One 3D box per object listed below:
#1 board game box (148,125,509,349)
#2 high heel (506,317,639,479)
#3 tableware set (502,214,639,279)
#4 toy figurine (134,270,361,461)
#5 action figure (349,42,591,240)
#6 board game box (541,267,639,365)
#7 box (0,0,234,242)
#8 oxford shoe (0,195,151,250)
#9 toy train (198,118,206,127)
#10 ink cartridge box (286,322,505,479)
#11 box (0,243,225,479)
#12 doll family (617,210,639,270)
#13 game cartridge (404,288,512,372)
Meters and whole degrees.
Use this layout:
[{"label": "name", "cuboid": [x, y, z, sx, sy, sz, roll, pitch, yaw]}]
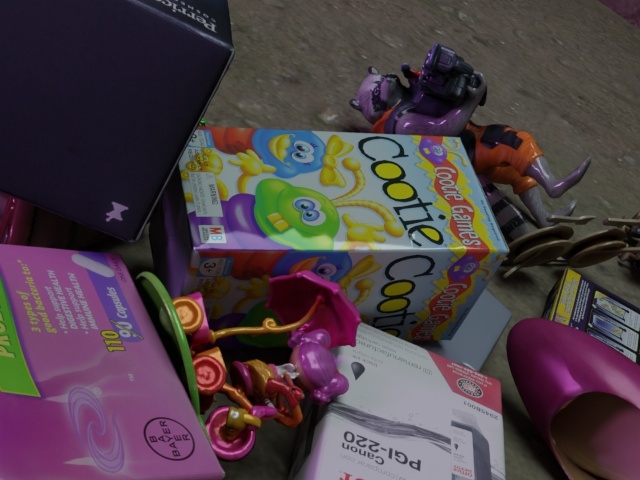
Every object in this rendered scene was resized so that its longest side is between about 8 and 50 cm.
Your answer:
[{"label": "board game box", "cuboid": [0.000, 0.000, 0.848, 0.276, 0.144, 0.142, 0, 50, -20]}, {"label": "high heel", "cuboid": [0.270, 0.217, 0.823, 0.377, 0.127, 0.181, 49, 26, 26]}, {"label": "tableware set", "cuboid": [0.312, 0.016, 1.183, 0.194, 0.128, 0.039, 1, 63, -37]}, {"label": "toy figurine", "cuboid": [-0.039, 0.089, 0.714, 0.159, 0.130, 0.173, -13, 66, -24]}, {"label": "action figure", "cuboid": [0.182, -0.133, 1.246, 0.330, 0.178, 0.341, 32, 6, 16]}, {"label": "board game box", "cuboid": [0.325, 0.118, 1.098, 0.141, 0.048, 0.170, 30, 31, 7]}, {"label": "box", "cuboid": [-0.235, -0.187, 0.735, 0.296, 0.182, 0.294, 23, 26, -20]}, {"label": "oxford shoe", "cuboid": [-0.203, -0.054, 0.876, 0.130, 0.123, 0.348, 24, 31, -11]}, {"label": "toy train", "cuboid": [-0.171, -0.159, 1.156, 0.024, 0.017, 0.083, -23, 56, -40]}, {"label": "ink cartridge box", "cuboid": [0.061, 0.181, 0.761, 0.159, 0.092, 0.218, 23, 33, -6]}, {"label": "box", "cuboid": [-0.222, 0.108, 0.604, 0.243, 0.117, 0.213, 6, 37, -39]}, {"label": "doll family", "cuboid": [0.494, 0.020, 1.356, 0.111, 0.076, 0.193, 31, 36, -3]}, {"label": "game cartridge", "cuboid": [0.053, 0.040, 1.001, 0.294, 0.060, 0.196, 34, 35, 11]}]
